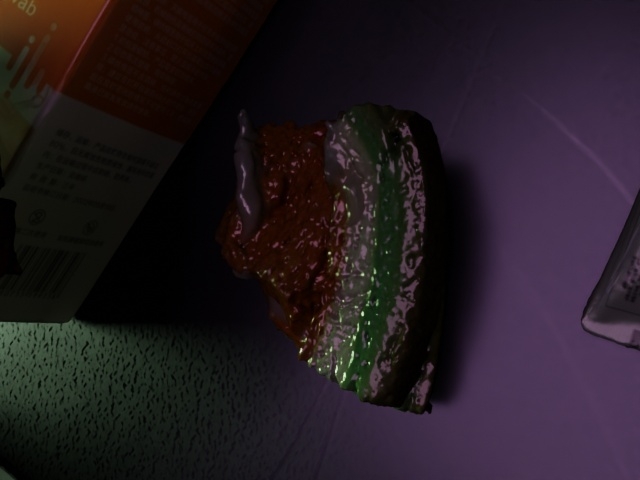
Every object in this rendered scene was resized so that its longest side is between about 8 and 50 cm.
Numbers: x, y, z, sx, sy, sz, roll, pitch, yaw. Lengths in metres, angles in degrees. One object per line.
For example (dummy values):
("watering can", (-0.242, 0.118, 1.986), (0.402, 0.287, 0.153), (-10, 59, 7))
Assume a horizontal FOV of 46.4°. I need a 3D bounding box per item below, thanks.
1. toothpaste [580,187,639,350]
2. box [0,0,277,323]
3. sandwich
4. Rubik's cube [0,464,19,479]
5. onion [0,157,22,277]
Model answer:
("toothpaste", (0.209, -0.042, 0.412), (0.064, 0.041, 0.218), (19, 95, 18))
("box", (-0.209, -0.137, 0.547), (0.225, 0.143, 0.341), (38, 98, 22))
("sandwich", (0.001, 0.009, 0.457), (0.159, 0.109, 0.185), (1, 84, 21))
("Rubik's cube", (-0.371, 0.265, 0.507), (0.260, 0.255, 0.259), (23, 94, 24))
("onion", (-0.340, -0.033, 0.352), (0.341, 0.341, 0.341), (-3, 83, 23))
